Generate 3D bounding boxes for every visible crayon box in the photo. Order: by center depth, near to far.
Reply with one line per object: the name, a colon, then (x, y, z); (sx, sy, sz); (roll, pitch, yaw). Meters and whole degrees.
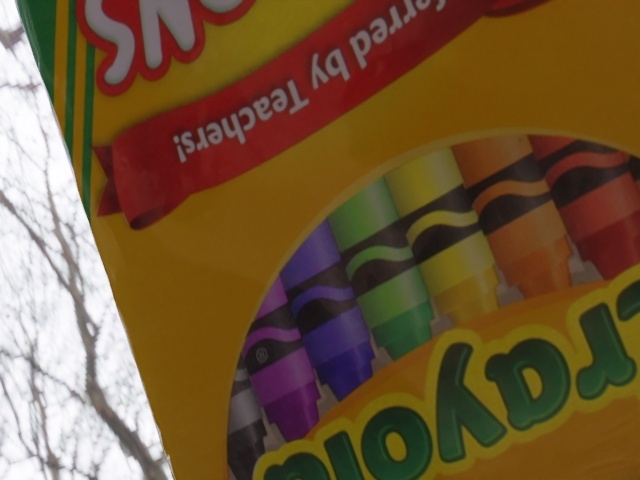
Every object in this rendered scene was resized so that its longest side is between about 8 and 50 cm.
crayon box: (0.034, -0.026, 0.445); (0.202, 0.318, 0.081); (-31, -18, 32)
